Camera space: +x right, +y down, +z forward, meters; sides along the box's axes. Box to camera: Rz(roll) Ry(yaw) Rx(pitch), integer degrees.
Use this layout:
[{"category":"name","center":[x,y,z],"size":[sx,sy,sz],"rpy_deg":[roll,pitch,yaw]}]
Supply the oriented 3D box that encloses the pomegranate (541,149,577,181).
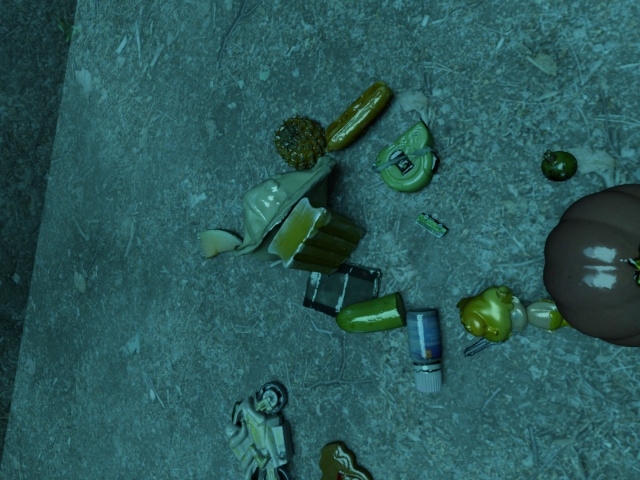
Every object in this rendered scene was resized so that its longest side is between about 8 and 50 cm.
[{"category":"pomegranate","center":[0.525,-0.165,0.888],"size":[0.073,0.084,0.073],"rpy_deg":[-4,84,39]}]

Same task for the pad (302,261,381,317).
[{"category":"pad","center":[0.058,0.143,1.182],"size":[0.232,0.022,0.174],"rpy_deg":[14,96,29]}]

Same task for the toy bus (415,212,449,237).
[{"category":"toy bus","center":[0.291,-0.040,1.049],"size":[0.083,0.031,0.037],"rpy_deg":[38,114,24]}]

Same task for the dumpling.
[{"category":"dumpling","center":[-0.094,-0.074,1.108],"size":[0.395,0.315,0.233],"rpy_deg":[-42,104,6]}]

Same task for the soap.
[{"category":"soap","center":[0.000,0.000,1.059],"size":[0.089,0.274,0.174],"rpy_deg":[41,100,26]}]

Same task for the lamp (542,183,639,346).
[{"category":"lamp","center":[0.569,0.045,0.778],"size":[0.305,0.239,0.306],"rpy_deg":[-1,93,-13]}]

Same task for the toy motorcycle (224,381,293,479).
[{"category":"toy motorcycle","center":[-0.198,0.628,1.266],"size":[0.222,0.108,0.341],"rpy_deg":[-11,77,14]}]

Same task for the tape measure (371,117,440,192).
[{"category":"tape measure","center":[0.227,-0.202,1.053],"size":[0.177,0.087,0.154],"rpy_deg":[-34,75,27]}]

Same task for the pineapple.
[{"category":"pineapple","center":[-0.078,-0.296,1.192],"size":[0.161,0.136,0.176],"rpy_deg":[-47,68,20]}]

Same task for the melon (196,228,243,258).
[{"category":"melon","center":[-0.339,-0.001,1.386],"size":[0.182,0.054,0.098],"rpy_deg":[-16,88,29]}]

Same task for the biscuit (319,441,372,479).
[{"category":"biscuit","center":[0.080,0.735,1.156],"size":[0.186,0.044,0.295],"rpy_deg":[-31,76,23]}]

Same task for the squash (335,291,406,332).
[{"category":"squash","center":[0.131,0.207,1.083],"size":[0.187,0.095,0.095],"rpy_deg":[-17,81,18]}]

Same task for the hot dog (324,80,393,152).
[{"category":"hot dog","center":[0.102,-0.335,1.131],"size":[0.249,0.076,0.102],"rpy_deg":[-41,36,22]}]

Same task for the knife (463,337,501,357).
[{"category":"knife","center":[0.405,0.256,0.992],"size":[0.121,0.018,0.031],"rpy_deg":[-40,70,25]}]

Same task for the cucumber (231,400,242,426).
[{"category":"cucumber","center":[-0.275,0.589,1.350],"size":[0.048,0.048,0.105],"rpy_deg":[2,88,29]}]

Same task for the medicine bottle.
[{"category":"medicine bottle","center":[0.268,0.279,1.031],"size":[0.083,0.083,0.203],"rpy_deg":[-5,88,29]}]

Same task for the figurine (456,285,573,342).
[{"category":"figurine","center":[0.441,0.166,0.920],"size":[0.246,0.131,0.157],"rpy_deg":[-1,121,15]}]
